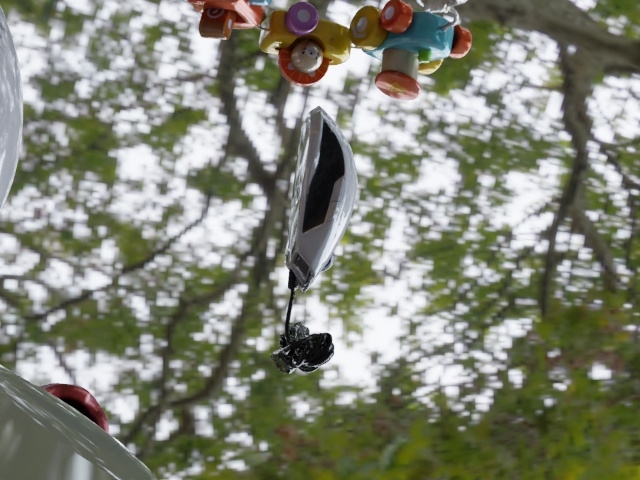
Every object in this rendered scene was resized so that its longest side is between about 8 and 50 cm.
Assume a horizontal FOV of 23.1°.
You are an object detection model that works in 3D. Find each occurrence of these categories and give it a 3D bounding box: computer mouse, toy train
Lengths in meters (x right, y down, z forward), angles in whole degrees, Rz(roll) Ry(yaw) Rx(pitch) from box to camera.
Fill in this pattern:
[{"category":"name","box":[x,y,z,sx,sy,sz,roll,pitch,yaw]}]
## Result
[{"category":"computer mouse","box":[0.000,0.000,1.100,0.042,0.106,0.193,9,-100,-7]},{"category":"toy train","box":[0.001,-0.116,0.886,0.166,0.125,0.046,7,-100,12]}]

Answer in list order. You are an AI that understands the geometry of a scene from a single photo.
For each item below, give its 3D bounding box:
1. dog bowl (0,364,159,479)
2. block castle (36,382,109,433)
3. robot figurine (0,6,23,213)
[{"category":"dog bowl","box":[-0.163,0.086,0.340,0.265,0.265,0.104,25,-77,33]},{"category":"block castle","box":[-0.253,0.358,1.261,0.213,0.303,0.453,3,-122,51]},{"category":"robot figurine","box":[-0.236,-0.059,0.534,0.209,0.278,0.173,25,-80,45]}]
